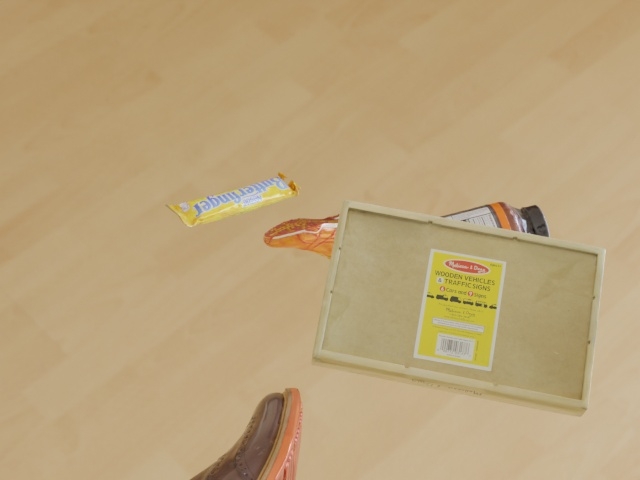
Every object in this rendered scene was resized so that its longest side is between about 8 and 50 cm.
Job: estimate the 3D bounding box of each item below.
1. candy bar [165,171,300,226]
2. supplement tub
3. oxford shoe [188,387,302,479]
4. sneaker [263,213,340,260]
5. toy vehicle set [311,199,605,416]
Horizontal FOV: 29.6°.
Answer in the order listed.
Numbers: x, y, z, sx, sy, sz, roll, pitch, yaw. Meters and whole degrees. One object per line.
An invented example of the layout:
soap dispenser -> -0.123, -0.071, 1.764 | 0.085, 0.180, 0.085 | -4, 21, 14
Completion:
candy bar -> -0.089, -0.042, 1.269 | 0.161, 0.018, 0.040 | -19, 44, -40
supplement tub -> 0.215, 0.007, 1.682 | 0.198, 0.106, 0.106 | -14, 54, -6
oxford shoe -> -0.077, 0.193, 0.896 | 0.098, 0.096, 0.271 | 11, 30, 9
sneaker -> 0.000, 0.000, 1.745 | 0.175, 0.067, 0.064 | -5, 14, -27
toy vehicle set -> 0.136, 0.064, 1.181 | 0.267, 0.035, 0.166 | 11, 69, 3
